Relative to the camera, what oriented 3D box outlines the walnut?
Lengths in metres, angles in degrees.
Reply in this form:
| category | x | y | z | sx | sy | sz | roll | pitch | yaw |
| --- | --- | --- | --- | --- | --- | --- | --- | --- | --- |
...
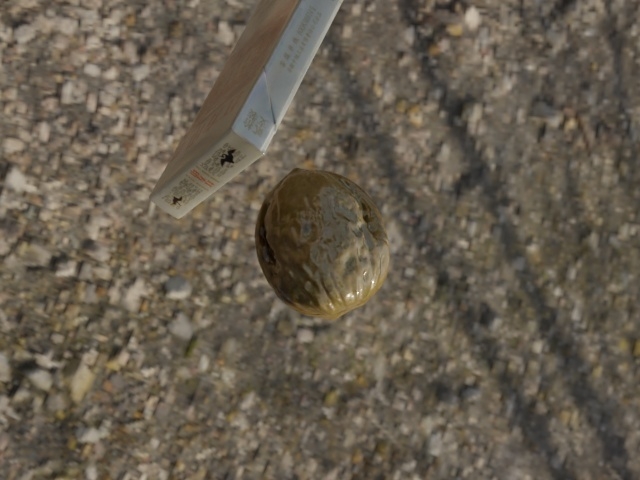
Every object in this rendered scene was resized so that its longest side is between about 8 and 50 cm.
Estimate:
| category | x | y | z | sx | sy | sz | roll | pitch | yaw |
| --- | --- | --- | --- | --- | --- | --- | --- | --- | --- |
| walnut | 0.000 | 0.000 | 1.376 | 0.155 | 0.155 | 0.184 | -17 | 82 | -45 |

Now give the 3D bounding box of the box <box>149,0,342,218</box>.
| category | x | y | z | sx | sy | sz | roll | pitch | yaw |
| --- | --- | --- | --- | --- | --- | --- | --- | --- | --- |
| box | -0.062 | -0.204 | 1.335 | 0.051 | 0.205 | 0.365 | 36 | 55 | -18 |
